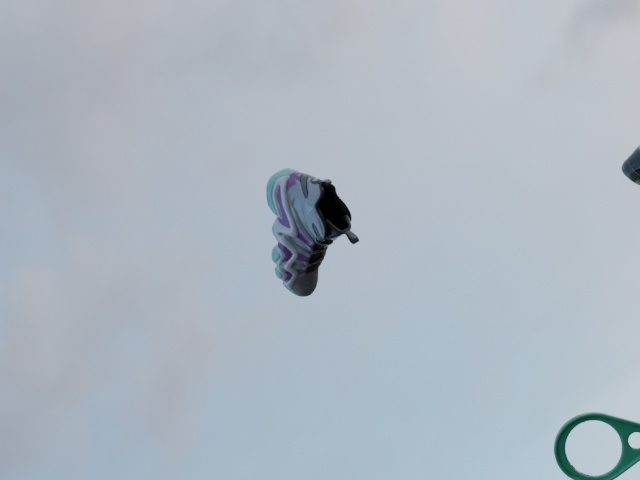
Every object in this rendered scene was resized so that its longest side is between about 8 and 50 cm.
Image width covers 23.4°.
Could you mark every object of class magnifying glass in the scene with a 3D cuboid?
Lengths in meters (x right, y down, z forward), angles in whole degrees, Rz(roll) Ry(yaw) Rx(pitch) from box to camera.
[{"bbox_3d":[0.414,0.254,1.978,0.231,0.092,0.026,-11,-4,5],"label":"magnifying glass"}]

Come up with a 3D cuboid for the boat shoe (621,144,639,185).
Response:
[{"bbox_3d":[0.477,-0.073,1.952,0.219,0.077,0.070,22,-47,-25],"label":"boat shoe"}]

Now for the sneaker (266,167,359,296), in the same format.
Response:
[{"bbox_3d":[0.000,0.000,1.073,0.038,0.069,0.098,-38,-52,-41],"label":"sneaker"}]
